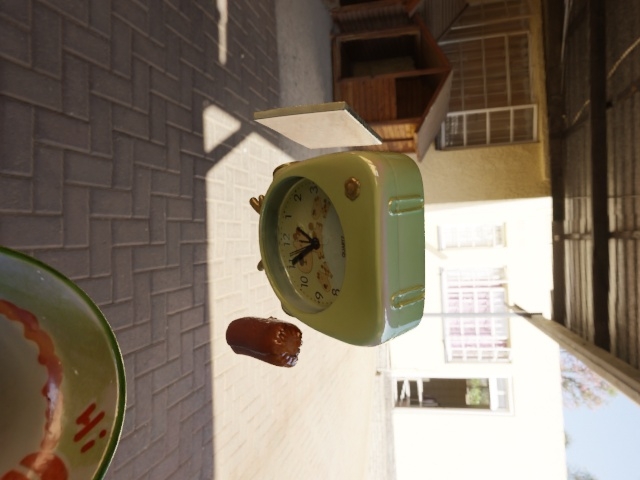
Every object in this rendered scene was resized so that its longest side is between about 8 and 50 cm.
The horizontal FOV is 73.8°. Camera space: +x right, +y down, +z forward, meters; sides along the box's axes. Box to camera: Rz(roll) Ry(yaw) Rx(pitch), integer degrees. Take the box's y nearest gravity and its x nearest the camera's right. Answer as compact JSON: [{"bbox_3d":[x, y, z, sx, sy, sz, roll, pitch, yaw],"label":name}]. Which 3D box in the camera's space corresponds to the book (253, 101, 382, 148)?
[{"bbox_3d":[0.009,-0.270,1.038,0.310,0.216,0.021,3,88,-68],"label":"book"}]

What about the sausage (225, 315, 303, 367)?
[{"bbox_3d":[-0.139,0.219,0.965,0.330,0.102,0.102,-13,-105,59],"label":"sausage"}]

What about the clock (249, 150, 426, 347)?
[{"bbox_3d":[0.000,0.000,0.596,0.096,0.308,0.235,-11,102,-39],"label":"clock"}]

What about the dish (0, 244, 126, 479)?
[{"bbox_3d":[-0.371,0.164,0.404,0.324,0.124,0.324,35,37,-32],"label":"dish"}]
